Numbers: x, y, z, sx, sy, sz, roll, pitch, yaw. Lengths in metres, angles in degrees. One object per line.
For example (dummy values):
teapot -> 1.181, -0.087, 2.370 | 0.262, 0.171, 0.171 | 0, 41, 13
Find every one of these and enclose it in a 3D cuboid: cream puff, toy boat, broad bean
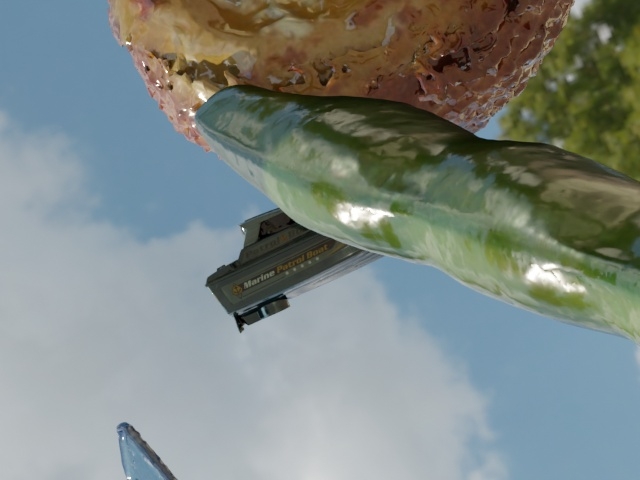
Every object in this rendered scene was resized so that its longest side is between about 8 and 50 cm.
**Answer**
cream puff -> 0.010, -0.139, 0.704 | 0.164, 0.240, 0.240 | 24, -127, -65
toy boat -> 0.000, 0.000, 0.857 | 0.055, 0.141, 0.060 | -17, -99, -85
broad bean -> 0.048, -0.005, 0.366 | 0.060, 0.297, 0.043 | 4, -79, -33

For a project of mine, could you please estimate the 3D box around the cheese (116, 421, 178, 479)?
cheese -> -0.095, 0.254, 0.946 | 0.083, 0.204, 0.320 | -26, -45, -25
